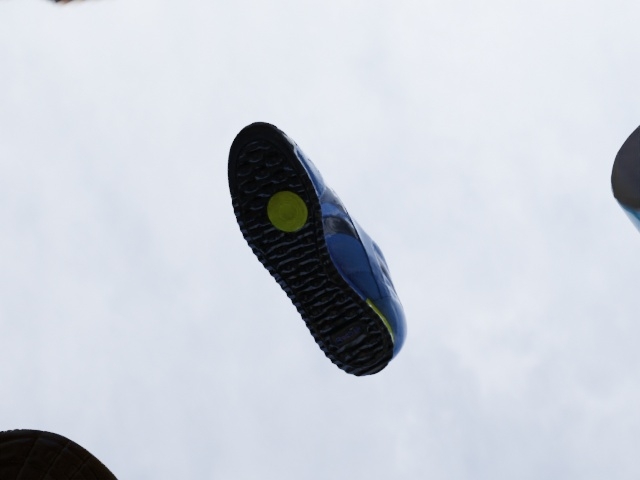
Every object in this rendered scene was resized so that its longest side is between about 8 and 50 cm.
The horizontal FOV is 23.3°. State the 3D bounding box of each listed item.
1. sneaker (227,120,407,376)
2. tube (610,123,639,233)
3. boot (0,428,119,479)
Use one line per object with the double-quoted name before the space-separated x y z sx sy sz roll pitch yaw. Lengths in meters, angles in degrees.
"sneaker" 0.000 0.000 1.155 0.069 0.209 0.082 -25 -167 25
"tube" 0.174 0.034 0.540 0.080 0.207 0.052 -53 -148 -13
"boot" -0.164 0.189 0.940 0.213 0.165 0.077 7 -129 37
